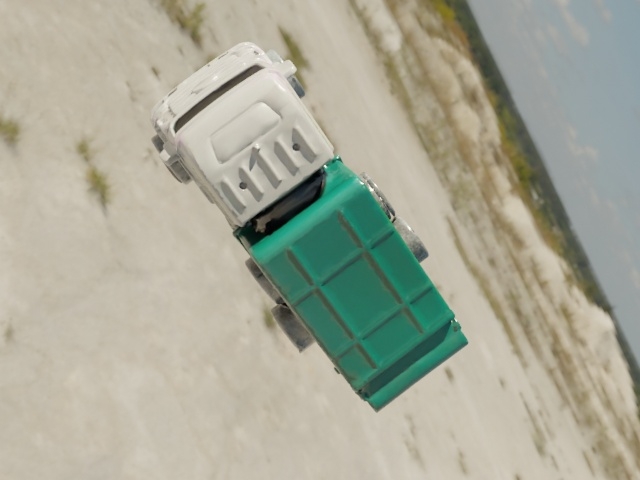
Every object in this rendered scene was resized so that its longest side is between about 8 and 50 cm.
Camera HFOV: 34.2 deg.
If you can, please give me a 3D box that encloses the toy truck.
[{"bbox_3d":[0.000,0.000,0.671,0.253,0.114,0.124,54,-3,-25],"label":"toy truck"}]
